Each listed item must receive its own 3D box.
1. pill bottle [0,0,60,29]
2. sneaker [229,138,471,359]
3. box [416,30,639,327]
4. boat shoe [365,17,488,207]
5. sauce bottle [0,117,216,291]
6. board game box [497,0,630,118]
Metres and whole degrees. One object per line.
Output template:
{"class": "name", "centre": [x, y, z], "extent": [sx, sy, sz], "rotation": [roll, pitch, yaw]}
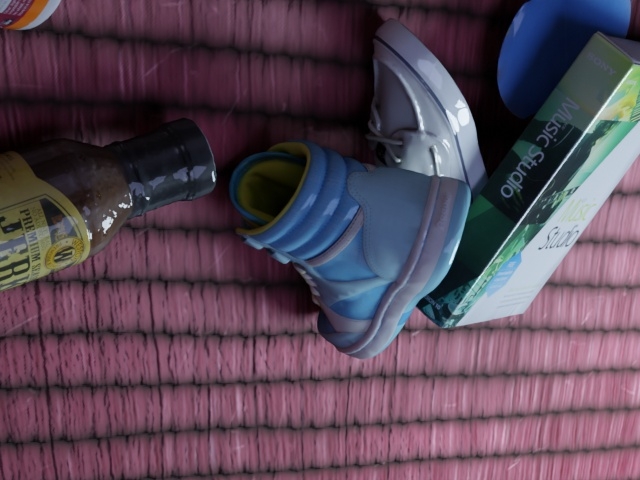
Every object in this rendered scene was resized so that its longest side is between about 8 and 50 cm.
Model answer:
{"class": "pill bottle", "centre": [-0.294, -0.219, 1.413], "extent": [0.221, 0.121, 0.121], "rotation": [3, 124, -40]}
{"class": "sneaker", "centre": [0.000, 0.000, 1.875], "extent": [0.208, 0.127, 0.319], "rotation": [19, 151, -8]}
{"class": "box", "centre": [0.235, -0.058, 1.985], "extent": [0.322, 0.058, 0.232], "rotation": [-57, 160, 17]}
{"class": "boat shoe", "centre": [0.085, -0.099, 1.863], "extent": [0.088, 0.096, 0.267], "rotation": [-40, 149, -9]}
{"class": "sauce bottle", "centre": [-0.251, -0.020, 1.641], "extent": [0.344, 0.111, 0.111], "rotation": [-22, 137, -23]}
{"class": "board game box", "centre": [0.227, -0.200, 1.929], "extent": [0.168, 0.033, 0.133], "rotation": [-29, 135, -23]}
